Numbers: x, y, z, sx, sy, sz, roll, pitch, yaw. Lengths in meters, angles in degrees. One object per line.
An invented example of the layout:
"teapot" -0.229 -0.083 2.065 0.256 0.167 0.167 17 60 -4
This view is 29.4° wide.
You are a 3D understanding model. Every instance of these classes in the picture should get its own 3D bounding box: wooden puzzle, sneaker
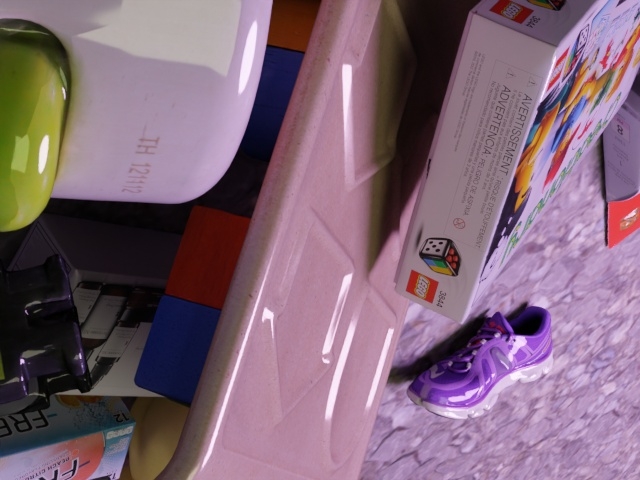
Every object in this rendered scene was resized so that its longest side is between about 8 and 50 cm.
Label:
"wooden puzzle" 0.000 0.000 0.701 0.322 0.080 0.348 49 61 -70
"sneaker" 0.144 0.103 1.097 0.170 0.068 0.071 -25 128 -36

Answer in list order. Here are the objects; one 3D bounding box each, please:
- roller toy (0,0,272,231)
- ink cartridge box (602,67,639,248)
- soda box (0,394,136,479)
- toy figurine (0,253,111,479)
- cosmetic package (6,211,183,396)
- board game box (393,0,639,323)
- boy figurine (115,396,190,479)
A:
"roller toy" -0.093 -0.114 0.487 0.146 0.191 0.209 3 98 -17
"ink cartridge box" 0.333 -0.093 1.055 0.189 0.066 0.232 -34 140 -10
"soda box" -0.214 0.135 0.778 0.183 0.063 0.058 -10 135 -36
"toy figurine" -0.186 0.057 0.573 0.148 0.213 0.210 -12 130 -12
"cosmetic package" -0.097 0.051 0.800 0.239 0.060 0.099 9 123 -48
"board game box" 0.151 -0.109 0.754 0.305 0.053 0.193 -46 157 -44
"boy figurine" -0.119 0.214 0.929 0.177 0.092 0.285 -3 131 -10
